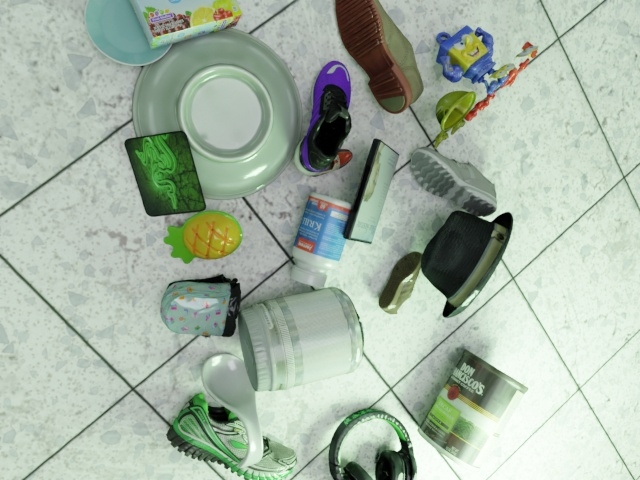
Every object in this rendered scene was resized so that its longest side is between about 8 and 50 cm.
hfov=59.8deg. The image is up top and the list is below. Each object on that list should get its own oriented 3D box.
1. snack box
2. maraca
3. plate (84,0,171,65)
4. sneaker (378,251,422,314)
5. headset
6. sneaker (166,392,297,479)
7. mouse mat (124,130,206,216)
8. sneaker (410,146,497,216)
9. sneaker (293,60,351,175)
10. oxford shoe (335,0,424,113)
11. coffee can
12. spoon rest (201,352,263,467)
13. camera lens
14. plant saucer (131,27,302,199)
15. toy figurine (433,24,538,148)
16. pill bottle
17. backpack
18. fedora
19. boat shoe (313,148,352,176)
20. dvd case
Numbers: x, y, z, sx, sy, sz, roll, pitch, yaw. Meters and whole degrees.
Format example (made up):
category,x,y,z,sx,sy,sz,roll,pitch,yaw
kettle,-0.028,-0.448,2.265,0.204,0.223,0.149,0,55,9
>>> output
category,x,y,z,sx,sy,sz,roll,pitch,yaw
snack box,-0.300,-0.529,1.196,0.207,0.070,0.174,-24,94,-22
maraca,-0.275,-0.006,1.311,0.186,0.099,0.127,-16,116,7
plate,-0.410,-0.469,1.206,0.188,0.024,0.188,0,90,-19
sneaker,0.229,0.118,1.538,0.188,0.066,0.071,-55,134,-4
headset,0.146,0.676,1.581,0.243,0.185,0.394,-10,88,-22
sneaker,-0.201,0.500,1.404,0.343,0.134,0.146,29,88,-21
mouse mat,-0.348,-0.146,1.254,0.153,0.007,0.189,-6,112,12
sneaker,0.365,-0.175,1.525,0.281,0.105,0.115,32,54,-18
sneaker,0.032,-0.300,1.322,0.102,0.146,0.293,17,79,-21
oxford shoe,0.149,-0.493,1.384,0.130,0.123,0.348,-39,111,-38
coffee can,0.433,0.482,1.589,0.201,0.201,0.275,32,88,-22
spoon rest,-0.201,0.396,1.345,0.137,0.084,0.276,-3,57,-40
camera lens,-0.046,0.240,1.367,0.274,0.219,0.219,-10,103,-18
plant saucer,-0.221,-0.289,1.277,0.400,0.100,0.400,-3,100,-19
toy figurine,0.361,-0.443,1.459,0.362,0.191,0.217,-39,80,-15
pill bottle,0.000,0.000,1.392,0.124,0.124,0.221,16,93,-21
backpack,-0.287,0.158,1.324,0.182,0.115,0.152,8,99,-18
fedora,0.361,0.035,1.464,0.152,0.334,0.334,32,88,4
boat shoe,0.024,-0.196,1.410,0.137,0.043,0.049,-22,104,-16
dvd case,0.132,-0.117,1.410,0.022,0.180,0.253,19,94,22
